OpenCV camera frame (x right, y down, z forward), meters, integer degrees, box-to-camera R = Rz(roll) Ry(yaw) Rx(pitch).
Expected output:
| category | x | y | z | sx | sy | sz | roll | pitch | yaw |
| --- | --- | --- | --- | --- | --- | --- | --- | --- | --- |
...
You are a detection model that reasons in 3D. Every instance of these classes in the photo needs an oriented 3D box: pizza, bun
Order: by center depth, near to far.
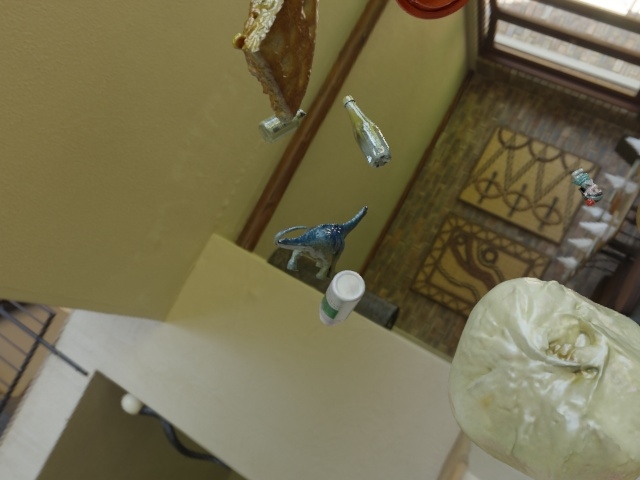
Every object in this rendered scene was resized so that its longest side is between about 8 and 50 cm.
| category | x | y | z | sx | sy | sz | roll | pitch | yaw |
| --- | --- | --- | --- | --- | --- | --- | --- | --- | --- |
| bun | 0.380 | 0.217 | 0.945 | 0.361 | 0.361 | 0.213 | -55 | -35 | -19 |
| pizza | -0.062 | -0.409 | 1.178 | 0.257 | 0.087 | 0.268 | -63 | -23 | -14 |

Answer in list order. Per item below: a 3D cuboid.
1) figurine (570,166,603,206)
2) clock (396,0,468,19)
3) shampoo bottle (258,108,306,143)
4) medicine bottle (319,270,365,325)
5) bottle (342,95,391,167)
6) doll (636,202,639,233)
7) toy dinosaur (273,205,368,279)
| category | x | y | z | sx | sy | sz | roll | pitch | yaw |
| --- | --- | --- | --- | --- | --- | --- | --- | --- | --- |
| figurine | 0.713 | -0.144 | 1.564 | 0.060 | 0.105 | 0.047 | -22 | -15 | -30 |
| clock | 0.256 | -0.589 | 1.288 | 0.205 | 0.206 | 0.051 | 96 | 172 | -47 |
| shampoo bottle | -0.123 | -0.393 | 1.941 | 0.162 | 0.079 | 0.079 | -34 | -29 | -19 |
| medicine bottle | 0.053 | 0.172 | 1.634 | 0.095 | 0.095 | 0.260 | -52 | -9 | -27 |
| bottle | 0.142 | -0.359 | 1.886 | 0.083 | 0.269 | 0.083 | -22 | -23 | -10 |
| doll | 0.881 | -0.118 | 1.336 | 0.330 | 0.174 | 0.235 | -53 | 12 | 30 |
| toy dinosaur | -0.001 | 0.010 | 1.223 | 0.363 | 0.077 | 0.147 | -14 | -56 | -57 |
